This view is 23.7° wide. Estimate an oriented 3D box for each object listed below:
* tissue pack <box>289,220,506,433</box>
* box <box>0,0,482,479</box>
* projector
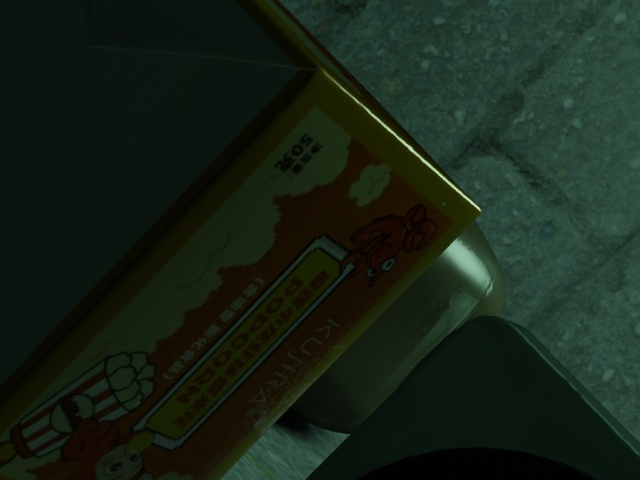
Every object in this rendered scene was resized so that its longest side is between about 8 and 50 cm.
[{"bbox_3d":[0.000,0.000,1.500,0.277,0.267,0.387,41,6,-47],"label":"tissue pack"},{"bbox_3d":[-0.113,-0.025,0.868,0.259,0.283,0.214,49,9,34],"label":"box"},{"bbox_3d":[0.079,0.209,0.693,0.259,0.257,0.079,47,8,17],"label":"projector"}]
